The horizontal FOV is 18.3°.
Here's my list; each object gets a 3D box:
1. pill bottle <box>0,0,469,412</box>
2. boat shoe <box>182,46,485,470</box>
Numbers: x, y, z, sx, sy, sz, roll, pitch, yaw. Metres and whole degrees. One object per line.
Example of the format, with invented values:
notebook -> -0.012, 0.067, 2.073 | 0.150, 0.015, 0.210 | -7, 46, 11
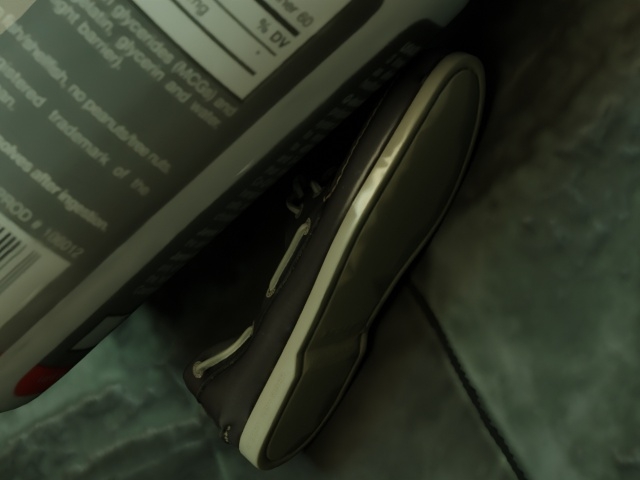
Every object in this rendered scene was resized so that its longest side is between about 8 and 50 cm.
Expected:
pill bottle -> -0.067, -0.118, 0.786 | 0.363, 0.210, 0.210 | -42, 67, 11
boat shoe -> 0.000, 0.000, 0.844 | 0.065, 0.075, 0.206 | 37, 114, 25
